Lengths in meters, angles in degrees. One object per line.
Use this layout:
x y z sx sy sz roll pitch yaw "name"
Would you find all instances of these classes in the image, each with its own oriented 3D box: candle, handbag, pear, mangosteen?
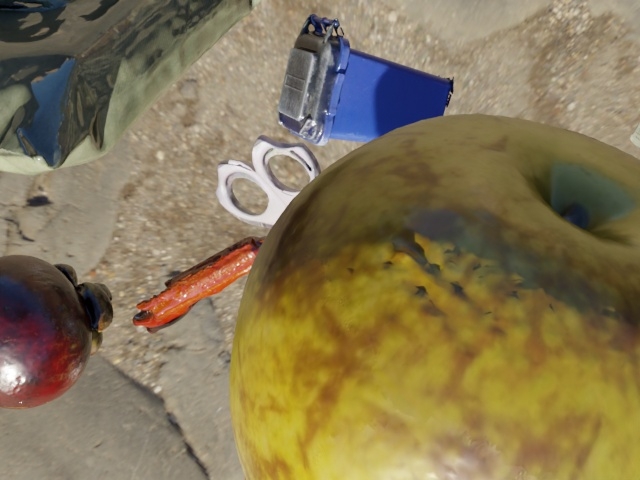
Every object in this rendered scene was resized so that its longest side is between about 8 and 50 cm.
-0.159 0.056 1.402 0.301 0.084 0.059 -29 79 15 "candle"
-0.198 -0.147 0.666 0.253 0.316 0.109 12 133 20 "handbag"
0.081 0.071 0.489 0.280 0.281 0.281 0 89 3 "pear"
-0.391 0.118 1.303 0.215 0.257 0.215 11 108 36 "mangosteen"

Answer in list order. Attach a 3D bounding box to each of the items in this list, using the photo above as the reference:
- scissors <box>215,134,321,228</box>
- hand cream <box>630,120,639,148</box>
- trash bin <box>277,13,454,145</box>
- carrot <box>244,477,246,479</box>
0.000 0.000 0.723 0.100 0.015 0.189 -29 109 41 "scissors"
0.565 -0.213 1.564 0.037 0.165 0.057 -22 55 -26 "hand cream"
0.069 -0.228 1.427 0.234 0.162 0.184 8 104 -24 "trash bin"
-0.039 0.375 1.591 0.225 0.067 0.067 -20 87 -39 "carrot"
